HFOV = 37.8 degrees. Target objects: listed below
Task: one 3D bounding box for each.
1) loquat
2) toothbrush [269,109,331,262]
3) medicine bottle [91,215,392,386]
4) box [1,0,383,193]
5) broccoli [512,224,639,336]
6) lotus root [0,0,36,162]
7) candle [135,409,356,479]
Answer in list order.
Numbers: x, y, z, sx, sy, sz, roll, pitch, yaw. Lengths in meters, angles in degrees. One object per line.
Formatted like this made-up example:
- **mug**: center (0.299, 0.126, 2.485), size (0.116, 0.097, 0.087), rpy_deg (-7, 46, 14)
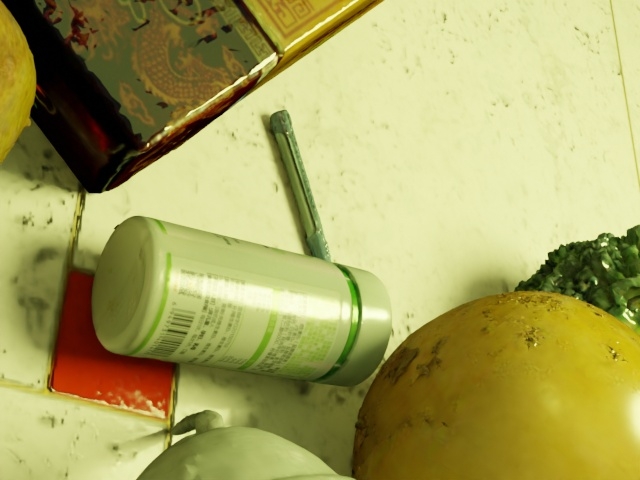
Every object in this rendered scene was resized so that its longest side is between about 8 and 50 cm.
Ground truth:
- **loquat**: center (0.137, 0.147, 0.620), size (0.235, 0.235, 0.235), rpy_deg (20, 57, -33)
- **toothbrush**: center (0.000, 0.000, 0.721), size (0.019, 0.016, 0.219), rpy_deg (-6, 72, -44)
- **medicine bottle**: center (-0.048, 0.043, 0.608), size (0.183, 0.086, 0.086), rpy_deg (15, 59, -36)
- **box**: center (-0.066, -0.249, 0.652), size (0.415, 0.116, 0.264), rpy_deg (-39, 97, -29)
- **broccoli**: center (0.287, 0.112, 0.802), size (0.275, 0.198, 0.177), rpy_deg (55, -1, -14)
- **lotus root**: center (-0.242, -0.097, 0.465), size (0.199, 0.188, 0.180), rpy_deg (49, 20, 18)
- **candle**: center (-0.025, 0.234, 0.437), size (0.221, 0.221, 0.342), rpy_deg (2, 66, -41)
